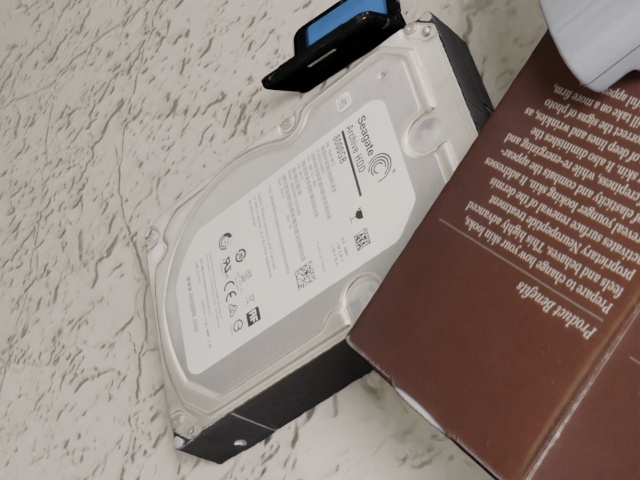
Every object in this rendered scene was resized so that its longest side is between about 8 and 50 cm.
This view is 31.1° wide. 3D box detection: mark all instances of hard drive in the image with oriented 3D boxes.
[{"bbox_3d":[0.000,0.000,0.926,0.339,0.064,0.236,-34,49,25],"label":"hard drive"}]

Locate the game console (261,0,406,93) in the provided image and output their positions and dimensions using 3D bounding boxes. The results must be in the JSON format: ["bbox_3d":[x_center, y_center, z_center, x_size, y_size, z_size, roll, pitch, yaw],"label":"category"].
[{"bbox_3d":[0.007,-0.190,1.019,0.122,0.107,0.071,-30,79,30],"label":"game console"}]

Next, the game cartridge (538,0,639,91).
[{"bbox_3d":[0.198,-0.244,0.679,0.198,0.062,0.297,-42,37,32],"label":"game cartridge"}]

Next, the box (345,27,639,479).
[{"bbox_3d":[0.202,-0.033,0.684,0.381,0.143,0.191,-55,35,3],"label":"box"}]
